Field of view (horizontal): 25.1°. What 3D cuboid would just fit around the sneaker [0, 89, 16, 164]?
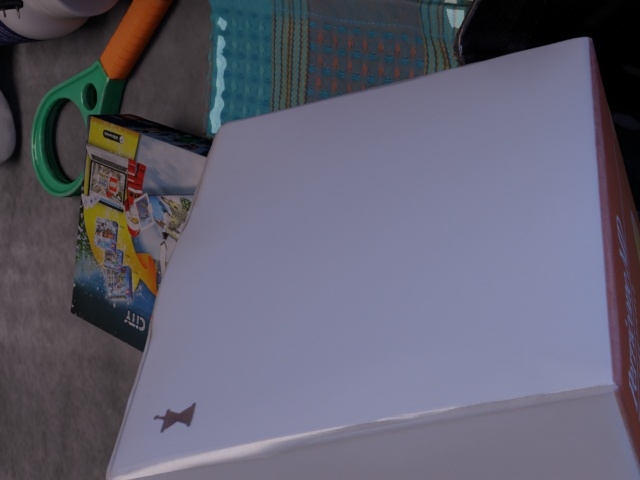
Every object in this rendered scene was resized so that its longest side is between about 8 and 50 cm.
[{"bbox_3d":[-0.328,-0.171,1.301,0.094,0.080,0.212,7,100,58],"label":"sneaker"}]

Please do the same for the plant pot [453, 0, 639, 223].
[{"bbox_3d":[0.210,-0.112,0.656,0.188,0.167,0.187,48,126,34],"label":"plant pot"}]

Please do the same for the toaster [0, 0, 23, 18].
[{"bbox_3d":[-0.153,-0.268,1.023,0.129,0.147,0.226,-153,66,-76],"label":"toaster"}]

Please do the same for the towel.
[{"bbox_3d":[0.000,0.000,0.985,0.271,0.040,0.370,15,104,46],"label":"towel"}]

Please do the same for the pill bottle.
[{"bbox_3d":[-0.244,-0.217,1.174,0.187,0.112,0.112,3,96,47],"label":"pill bottle"}]

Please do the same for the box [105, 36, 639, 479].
[{"bbox_3d":[0.075,0.128,0.597,0.168,0.215,0.345,-13,124,17],"label":"box"}]

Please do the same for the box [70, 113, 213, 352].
[{"bbox_3d":[-0.093,0.009,1.029,0.233,0.044,0.159,22,111,45],"label":"box"}]

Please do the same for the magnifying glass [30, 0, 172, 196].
[{"bbox_3d":[-0.182,-0.124,1.179,0.231,0.026,0.092,-50,59,36],"label":"magnifying glass"}]
